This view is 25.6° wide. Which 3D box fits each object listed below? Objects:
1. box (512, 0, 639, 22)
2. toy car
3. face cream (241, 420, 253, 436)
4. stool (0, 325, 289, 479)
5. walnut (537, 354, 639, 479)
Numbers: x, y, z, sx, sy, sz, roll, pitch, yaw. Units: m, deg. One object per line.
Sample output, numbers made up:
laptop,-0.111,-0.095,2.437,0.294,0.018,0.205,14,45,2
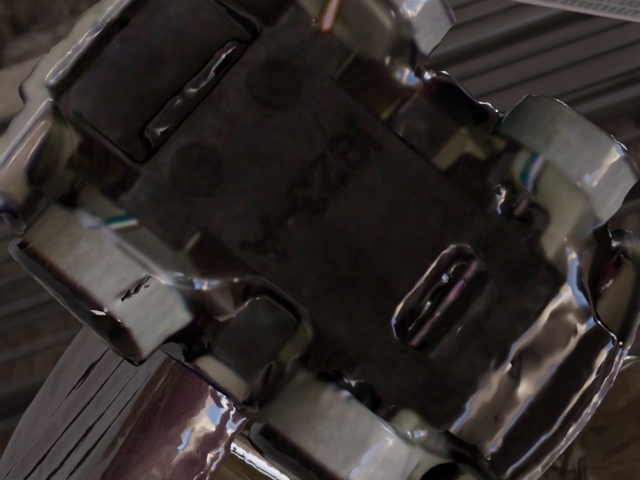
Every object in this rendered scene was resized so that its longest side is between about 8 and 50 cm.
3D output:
box,0.215,-0.243,0.966,0.112,0.369,0.190,130,-42,-52
toy car,0.000,0.000,0.553,0.235,0.172,0.158,41,-10,1
face cream,-0.026,0.037,1.097,0.067,0.139,0.285,68,36,-49
stool,-0.069,0.134,0.835,0.178,0.272,0.272,37,11,-17
walnut,0.193,0.168,0.795,0.224,0.224,0.224,161,-90,-90
